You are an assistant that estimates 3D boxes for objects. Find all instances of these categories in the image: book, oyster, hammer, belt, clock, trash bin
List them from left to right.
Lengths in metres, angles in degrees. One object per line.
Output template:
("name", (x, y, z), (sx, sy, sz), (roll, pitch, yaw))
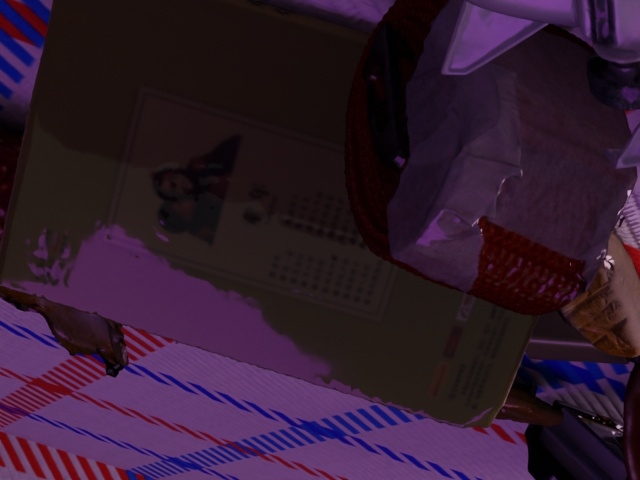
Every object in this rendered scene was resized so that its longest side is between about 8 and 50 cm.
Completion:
("oyster", (-0.286, 0.031, 1.504), (0.221, 0.096, 0.361), (20, 162, -1))
("book", (-0.018, -0.028, 0.961), (0.352, 0.239, 0.035), (17, -156, -2))
("belt", (0.078, -0.057, 0.805), (0.124, 0.201, 0.128), (23, 127, -25))
("hammer", (0.157, 0.135, 1.587), (0.182, 0.017, 0.062), (25, 159, -26))
("trash bin", (0.229, 0.084, 1.338), (0.092, 0.043, 0.061), (6, 160, 22))
("clock", (0.335, 0.261, 1.578), (0.186, 0.083, 0.253), (20, -171, -16))

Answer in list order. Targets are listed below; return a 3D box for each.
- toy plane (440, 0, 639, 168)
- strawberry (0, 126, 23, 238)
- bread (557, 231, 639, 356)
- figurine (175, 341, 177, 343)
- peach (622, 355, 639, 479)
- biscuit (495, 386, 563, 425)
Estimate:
("toy plane", (0.171, -0.122, 0.633), (0.255, 0.101, 0.251), (-3, 132, 11))
("strawberry", (-0.317, -0.058, 1.258), (0.306, 0.138, 0.233), (-10, -177, -5))
("bread", (0.218, 0.033, 1.181), (0.073, 0.053, 0.214), (2, 156, 24))
("figurine", (-0.101, 0.012, 1.309), (0.126, 0.114, 0.157), (-10, 148, -39))
("peach", (0.441, 0.232, 1.359), (0.361, 0.201, 0.257), (20, 160, -17))
("biscuit", (0.161, 0.173, 1.623), (0.118, 0.029, 0.247), (28, 166, -26))
